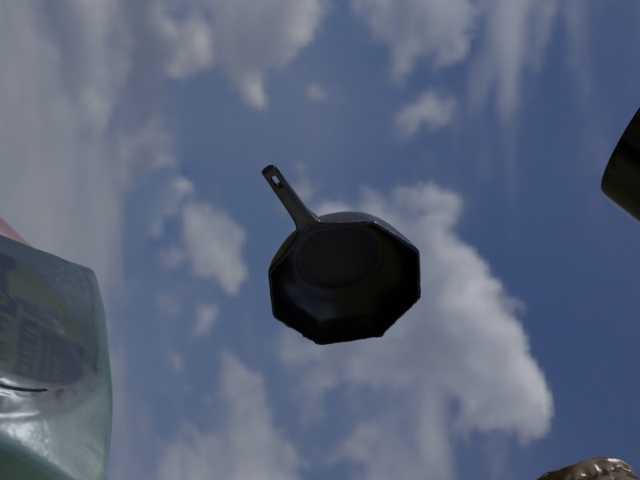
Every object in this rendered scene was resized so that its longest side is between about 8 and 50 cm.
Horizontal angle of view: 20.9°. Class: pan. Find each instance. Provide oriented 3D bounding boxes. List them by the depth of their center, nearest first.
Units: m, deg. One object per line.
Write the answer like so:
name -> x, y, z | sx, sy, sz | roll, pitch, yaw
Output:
pan -> 0.016, -0.003, 1.447 | 0.048, 0.128, 0.202 | -107, -169, -49

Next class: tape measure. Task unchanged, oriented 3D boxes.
tape measure -> -0.267, 0.086, 1.192 | 0.138, 0.262, 0.259 | -53, -154, 18

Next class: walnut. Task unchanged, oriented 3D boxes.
walnut -> 0.188, 0.192, 1.225 | 0.079, 0.096, 0.082 | 25, -56, 62

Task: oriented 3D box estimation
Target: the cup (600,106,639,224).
cup -> 0.371, -0.083, 1.490 | 0.177, 0.166, 0.239 | 35, -75, 19

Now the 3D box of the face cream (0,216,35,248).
face cream -> -0.333, 0.035, 1.547 | 0.104, 0.149, 0.149 | 43, -22, -3
